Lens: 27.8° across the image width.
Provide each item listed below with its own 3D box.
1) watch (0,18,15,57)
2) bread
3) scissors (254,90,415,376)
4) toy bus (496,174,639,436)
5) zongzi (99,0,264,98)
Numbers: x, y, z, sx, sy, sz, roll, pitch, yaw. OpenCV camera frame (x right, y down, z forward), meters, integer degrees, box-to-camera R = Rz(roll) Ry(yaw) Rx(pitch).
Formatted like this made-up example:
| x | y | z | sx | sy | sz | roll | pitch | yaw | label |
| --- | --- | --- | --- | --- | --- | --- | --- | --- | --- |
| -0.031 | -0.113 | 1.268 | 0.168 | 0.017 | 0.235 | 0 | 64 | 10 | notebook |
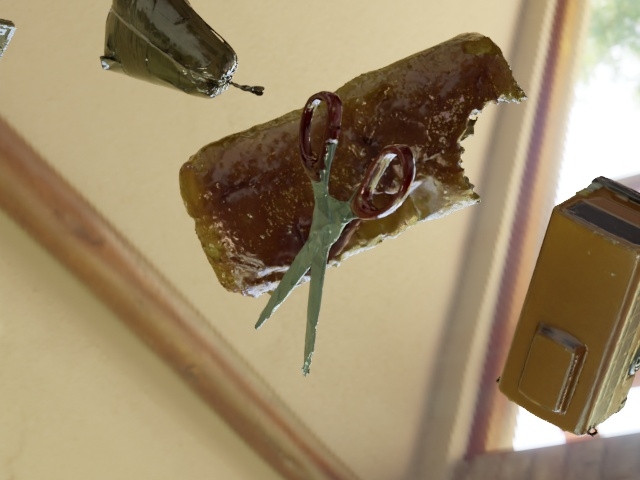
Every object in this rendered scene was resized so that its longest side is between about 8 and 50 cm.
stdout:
| x | y | z | sx | sy | sz | roll | pitch | yaw | label |
| --- | --- | --- | --- | --- | --- | --- | --- | --- | --- |
| -0.488 | -0.167 | 1.761 | 0.102 | 0.268 | 0.164 | 18 | -129 | -21 | watch |
| 0.044 | -0.077 | 1.385 | 0.109 | 0.381 | 0.185 | -108 | -6 | -83 | bread |
| 0.000 | 0.000 | 1.167 | 0.017 | 0.144 | 0.247 | -4 | -56 | -42 | scissors |
| 0.225 | 0.062 | 1.079 | 0.114 | 0.098 | 0.201 | -26 | -43 | -48 | toy bus |
| -0.146 | -0.248 | 1.384 | 0.081 | 0.189 | 0.178 | -25 | -51 | -56 | zongzi |
